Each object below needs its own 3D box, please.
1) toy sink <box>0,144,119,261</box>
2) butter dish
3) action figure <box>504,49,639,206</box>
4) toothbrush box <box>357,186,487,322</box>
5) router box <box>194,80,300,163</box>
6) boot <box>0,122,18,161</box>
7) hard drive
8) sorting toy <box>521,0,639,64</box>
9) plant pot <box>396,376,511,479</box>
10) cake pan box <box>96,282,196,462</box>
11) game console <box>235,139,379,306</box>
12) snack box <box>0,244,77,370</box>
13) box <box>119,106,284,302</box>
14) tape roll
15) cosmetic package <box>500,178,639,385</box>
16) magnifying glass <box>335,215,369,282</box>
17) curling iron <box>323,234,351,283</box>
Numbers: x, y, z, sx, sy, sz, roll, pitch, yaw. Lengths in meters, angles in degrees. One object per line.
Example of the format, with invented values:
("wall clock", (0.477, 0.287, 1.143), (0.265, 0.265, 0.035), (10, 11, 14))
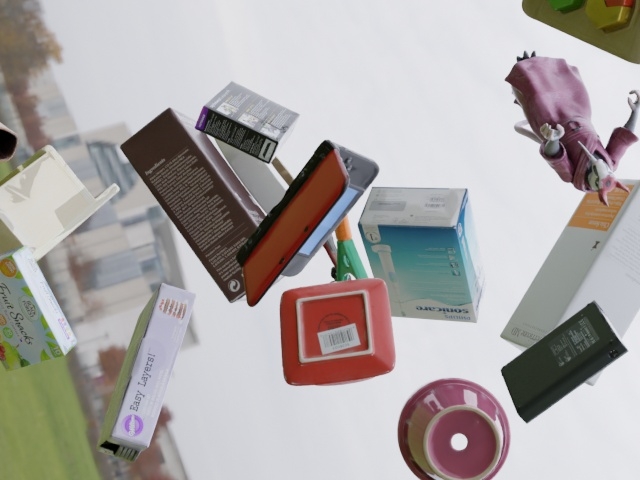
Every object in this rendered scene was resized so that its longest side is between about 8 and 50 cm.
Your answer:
("toy sink", (-0.464, -0.052, 1.589), (0.152, 0.234, 0.131), (-26, -74, 39))
("butter dish", (0.028, 0.150, 1.429), (0.118, 0.160, 0.160), (74, 9, -55))
("action figure", (0.485, -0.198, 1.968), (0.276, 0.248, 0.370), (105, -28, -51))
("toothbrush box", (0.225, 0.033, 2.123), (0.126, 0.216, 0.295), (-66, 148, -41))
("router box", (-0.116, -0.196, 1.618), (0.046, 0.133, 0.179), (-64, 180, 24))
("boot", (-0.484, -0.186, 1.039), (0.280, 0.096, 0.264), (42, 2, 17))
("hard drive", (0.264, 0.132, 1.088), (0.022, 0.135, 0.094), (46, 15, -20))
("sorting toy", (0.325, -0.324, 1.138), (0.208, 0.038, 0.193), (41, -55, 46))
("plant pot", (0.233, 0.339, 1.695), (0.180, 0.201, 0.201), (62, 10, -86))
("cake pan box", (-0.290, 0.223, 1.610), (0.246, 0.070, 0.267), (132, -25, -65))
("game console", (-0.003, -0.008, 0.887), (0.124, 0.144, 0.085), (18, 27, -50))
("snack box", (-0.379, 0.086, 1.235), (0.141, 0.100, 0.037), (66, 25, -15))
("box", (-0.214, -0.066, 1.968), (0.381, 0.143, 0.191), (52, 6, 6))
("tape roll", (-0.107, -0.136, 2.284), (0.392, 0.072, 0.392), (52, 6, -8))
("cosmetic package", (0.627, 0.084, 2.269), (0.161, 0.453, 0.230), (32, -4, -14))
("magnifying glass", (0.041, 0.022, 1.530), (0.092, 0.026, 0.231), (8, -69, 65))
("curling iron", (0.000, 0.000, 1.982), (0.068, 0.035, 0.274), (-61, -141, 36))
